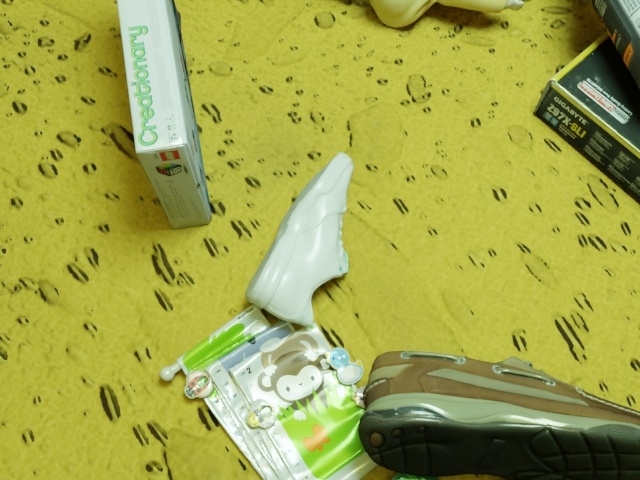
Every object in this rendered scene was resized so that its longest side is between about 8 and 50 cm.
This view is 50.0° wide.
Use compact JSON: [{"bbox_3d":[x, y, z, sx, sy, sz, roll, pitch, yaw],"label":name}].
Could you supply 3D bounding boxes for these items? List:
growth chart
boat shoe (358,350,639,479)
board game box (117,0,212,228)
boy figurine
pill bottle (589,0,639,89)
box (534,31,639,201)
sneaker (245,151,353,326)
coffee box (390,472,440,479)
[{"bbox_3d":[-0.033,0.171,0.740,0.172,0.021,0.237,-42,75,-16],"label":"growth chart"},{"bbox_3d":[0.199,0.170,0.690,0.324,0.122,0.119,12,40,-8],"label":"boat shoe"},{"bbox_3d":[-0.182,-0.189,0.787,0.053,0.193,0.305,-11,69,-5],"label":"board game box"},{"bbox_3d":[0.198,-0.364,0.917,0.285,0.092,0.177,-29,72,-11],"label":"boy figurine"},{"bbox_3d":[0.388,-0.278,0.785,0.131,0.130,0.245,-15,68,-7],"label":"pill bottle"},{"bbox_3d":[0.474,-0.148,0.843,0.257,0.079,0.322,-39,74,-17],"label":"box"},{"bbox_3d":[0.000,0.000,0.789,0.094,0.080,0.212,32,68,-10],"label":"sneaker"},{"bbox_3d":[0.068,0.317,0.672,0.184,0.040,0.113,-42,73,-16],"label":"coffee box"}]
